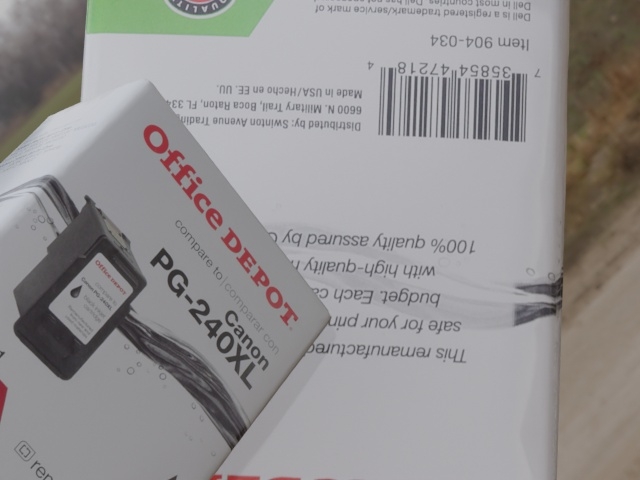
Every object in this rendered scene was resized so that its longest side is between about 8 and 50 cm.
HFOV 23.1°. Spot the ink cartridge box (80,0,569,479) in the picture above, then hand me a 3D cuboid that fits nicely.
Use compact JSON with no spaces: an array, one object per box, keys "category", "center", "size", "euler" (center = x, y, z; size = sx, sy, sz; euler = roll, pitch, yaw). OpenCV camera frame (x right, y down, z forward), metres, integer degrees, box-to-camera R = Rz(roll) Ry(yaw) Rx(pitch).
[{"category":"ink cartridge box","center":[0.000,0.000,0.670],"size":[0.115,0.198,0.273],"euler":[79,-166,-83]}]

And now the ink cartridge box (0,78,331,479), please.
[{"category":"ink cartridge box","center":[-0.080,0.036,0.500],"size":[0.063,0.109,0.150],"euler":[-17,27,47]}]
